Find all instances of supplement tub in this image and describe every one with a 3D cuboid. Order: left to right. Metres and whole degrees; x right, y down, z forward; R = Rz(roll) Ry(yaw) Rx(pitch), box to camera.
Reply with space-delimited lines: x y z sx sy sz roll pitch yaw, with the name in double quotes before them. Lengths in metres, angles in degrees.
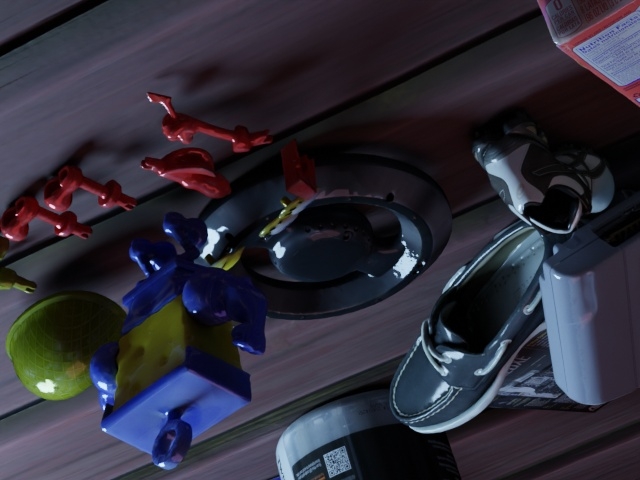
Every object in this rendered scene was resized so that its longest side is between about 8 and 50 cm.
"supplement tub" 0.079 0.337 1.803 0.194 0.316 0.193 -13 152 -7

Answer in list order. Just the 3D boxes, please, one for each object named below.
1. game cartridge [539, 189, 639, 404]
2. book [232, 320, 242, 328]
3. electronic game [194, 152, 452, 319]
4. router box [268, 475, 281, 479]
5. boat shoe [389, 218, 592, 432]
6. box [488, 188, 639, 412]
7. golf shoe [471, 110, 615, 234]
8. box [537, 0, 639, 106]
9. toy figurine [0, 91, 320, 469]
"game cartridge" 0.332 0.022 1.509 0.294 0.060 0.196 -31 138 -16
"book" -0.149 0.097 1.535 0.144 0.035 0.096 -28 154 20
"electronic game" 0.000 0.000 1.424 0.229 0.048 0.229 -8 146 -5
"router box" -0.106 0.411 2.084 0.336 0.082 0.301 -21 152 7
"boat shoe" 0.149 0.079 1.603 0.091 0.114 0.302 8 131 -42
"box" 0.292 0.072 1.700 0.242 0.076 0.307 7 143 -39
"golf shoe" 0.200 -0.037 1.427 0.077 0.094 0.198 -35 150 27
"box" 0.283 -0.230 1.064 0.300 0.142 0.154 -32 149 25
"toy figurine" -0.153 0.084 1.274 0.362 0.217 0.191 -35 137 31
